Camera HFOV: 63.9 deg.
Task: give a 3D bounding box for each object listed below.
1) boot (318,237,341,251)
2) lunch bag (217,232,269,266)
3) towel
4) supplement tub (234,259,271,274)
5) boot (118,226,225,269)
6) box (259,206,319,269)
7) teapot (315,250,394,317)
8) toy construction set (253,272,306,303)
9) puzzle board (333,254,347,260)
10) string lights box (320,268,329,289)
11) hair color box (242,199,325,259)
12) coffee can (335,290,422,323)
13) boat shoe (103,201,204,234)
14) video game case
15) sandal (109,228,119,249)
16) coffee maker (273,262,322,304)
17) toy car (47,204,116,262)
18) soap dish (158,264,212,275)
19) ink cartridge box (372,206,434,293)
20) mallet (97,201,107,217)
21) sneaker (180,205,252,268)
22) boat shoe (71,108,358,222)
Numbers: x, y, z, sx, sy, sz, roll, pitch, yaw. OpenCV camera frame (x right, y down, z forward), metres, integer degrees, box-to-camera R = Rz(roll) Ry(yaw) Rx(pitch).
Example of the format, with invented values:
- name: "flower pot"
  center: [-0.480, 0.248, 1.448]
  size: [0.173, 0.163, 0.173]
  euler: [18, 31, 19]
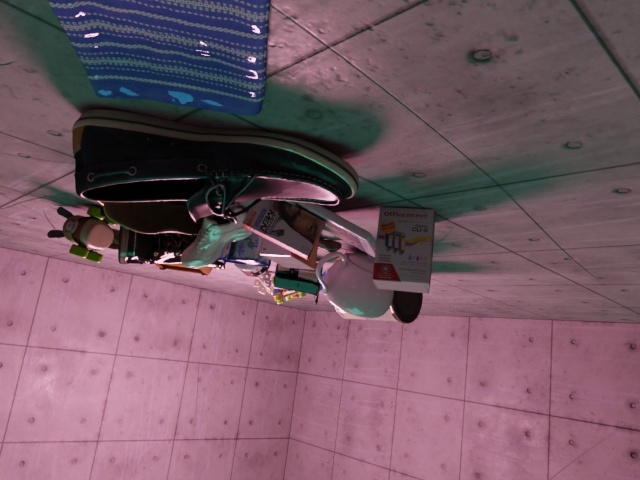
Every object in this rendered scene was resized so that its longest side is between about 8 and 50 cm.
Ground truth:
- name: "boot"
  center: [0.000, 0.000, 1.544]
  size: [0.106, 0.037, 0.114]
  euler: [1, 161, 18]
- name: "lunch bag"
  center: [-0.218, 0.001, 1.448]
  size: [0.151, 0.129, 0.096]
  euler: [3, 166, 25]
- name: "towel"
  center: [-0.181, -0.236, 0.585]
  size: [0.243, 0.040, 0.336]
  euler: [8, 167, -6]
- name: "supplement tub"
  center: [-0.231, 0.060, 1.745]
  size: [0.116, 0.117, 0.190]
  euler: [6, 167, 5]
- name: "boot"
  center: [-0.419, 0.015, 1.503]
  size: [0.284, 0.138, 0.377]
  euler: [6, 175, -7]
- name: "box"
  center: [-0.075, -0.004, 1.339]
  size: [0.091, 0.130, 0.170]
  euler: [3, 167, 21]
- name: "teapot"
  center: [0.133, 0.121, 1.675]
  size: [0.252, 0.187, 0.256]
  euler: [23, -161, 13]
- name: "toy construction set"
  center: [-0.170, 0.212, 2.308]
  size: [0.215, 0.151, 0.327]
  euler: [-14, -174, -26]
- name: "puzzle board"
  center: [0.112, 0.067, 1.823]
  size: [0.096, 0.011, 0.128]
  euler: [13, 166, -18]
- name: "string lights box"
  center: [0.070, 0.185, 2.215]
  size: [0.133, 0.077, 0.260]
  euler: [10, 167, -6]
- name: "hair color box"
  center: [-0.082, -0.037, 1.174]
  size: [0.167, 0.093, 0.053]
  euler: [26, 170, 3]
- name: "coffee can"
  center: [0.213, 0.203, 1.928]
  size: [0.275, 0.202, 0.201]
  euler: [-4, 163, 42]
- name: "boat shoe"
  center: [-0.434, -0.063, 1.348]
  size: [0.285, 0.105, 0.089]
  euler: [15, 171, -43]
- name: "video game case"
  center: [0.041, -0.032, 1.217]
  size: [0.201, 0.023, 0.183]
  euler: [30, 174, 18]
- name: "sandal"
  center: [-0.737, -0.002, 1.909]
  size: [0.180, 0.072, 0.049]
  euler: [11, -171, -36]
- name: "coffee maker"
  center: [-0.087, 0.152, 1.950]
  size: [0.178, 0.171, 0.120]
  euler: [9, -176, 2]
- name: "toy car"
  center: [-0.752, -0.037, 1.584]
  size: [0.188, 0.155, 0.149]
  euler: [18, 170, 12]
- name: "soap dish"
  center: [-0.492, 0.042, 1.813]
  size: [0.228, 0.118, 0.291]
  euler: [8, 168, -3]
- name: "ink cartridge box"
  center: [0.197, 0.023, 1.200]
  size: [0.128, 0.176, 0.127]
  euler: [3, 165, 14]
- name: "mallet"
  center: [-0.622, -0.107, 1.434]
  size: [0.062, 0.039, 0.190]
  euler: [7, 163, 14]
- name: "sneaker"
  center: [-0.289, -0.021, 1.355]
  size: [0.232, 0.090, 0.115]
  euler: [-38, 139, 3]
- name: "boat shoe"
  center: [-0.183, -0.107, 0.902]
  size: [0.499, 0.156, 0.187]
  euler: [8, 166, -6]
